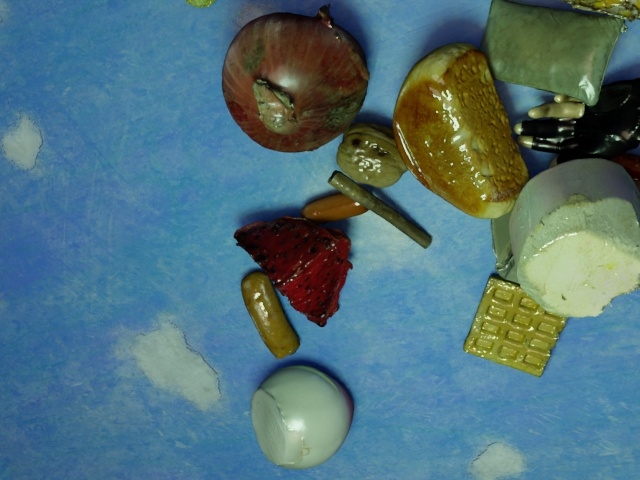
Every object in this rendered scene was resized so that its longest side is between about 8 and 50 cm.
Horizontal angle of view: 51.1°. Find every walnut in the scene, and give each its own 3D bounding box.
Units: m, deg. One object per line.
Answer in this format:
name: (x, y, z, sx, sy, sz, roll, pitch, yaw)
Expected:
walnut: (0.133, -0.209, 1.649, 0.184, 0.155, 0.155, 22, 117, 6)

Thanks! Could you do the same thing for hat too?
hat: (0.535, -0.008, 1.659, 0.214, 0.149, 0.245, -6, 73, 15)

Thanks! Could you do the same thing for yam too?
yam: (0.158, -0.077, 1.704, 0.327, 0.045, 0.045, 33, 77, -20)

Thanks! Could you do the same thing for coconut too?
coconut: (0.558, -0.017, 1.442, 0.297, 0.309, 0.297, 7, 127, 9)

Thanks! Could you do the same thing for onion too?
onion: (-0.056, -0.376, 1.564, 0.353, 0.353, 0.354, 7, 114, 15)

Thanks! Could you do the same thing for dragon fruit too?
dragon fruit: (-0.040, 0.061, 1.842, 0.228, 0.286, 0.329, -45, 138, -5)

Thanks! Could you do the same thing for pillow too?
pillow: (0.485, -0.412, 1.447, 0.302, 0.075, 0.185, 23, 105, 31)

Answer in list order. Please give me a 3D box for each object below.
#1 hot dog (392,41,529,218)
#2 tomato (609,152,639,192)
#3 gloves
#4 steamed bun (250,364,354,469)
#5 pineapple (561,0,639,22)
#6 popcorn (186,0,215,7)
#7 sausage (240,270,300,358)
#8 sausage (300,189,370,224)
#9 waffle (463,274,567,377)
hot dog: (0.306, -0.239, 1.544, 0.223, 0.185, 0.405, -5, 116, 53)
tomato: (0.710, -0.102, 1.541, 0.228, 0.101, 0.228, 18, 122, 32)
gloves: (0.582, -0.247, 1.488, 0.301, 0.152, 0.197, 0, 79, 30)
steamed bun: (-0.032, 0.509, 1.964, 0.309, 0.309, 0.309, 7, 114, 15)
pineapple: (0.572, -0.577, 1.246, 0.352, 0.352, 0.300, 19, 119, 9)
popcorn: (-0.296, -0.610, 1.663, 0.083, 0.068, 0.059, -15, 121, -10)
sausage: (-0.152, 0.217, 1.953, 0.109, 0.109, 0.270, -18, 103, 24)
sausage: (0.040, -0.088, 1.772, 0.197, 0.076, 0.076, -15, 107, 23)
waffle: (0.518, 0.225, 1.769, 0.221, 0.055, 0.248, 19, 118, 9)
